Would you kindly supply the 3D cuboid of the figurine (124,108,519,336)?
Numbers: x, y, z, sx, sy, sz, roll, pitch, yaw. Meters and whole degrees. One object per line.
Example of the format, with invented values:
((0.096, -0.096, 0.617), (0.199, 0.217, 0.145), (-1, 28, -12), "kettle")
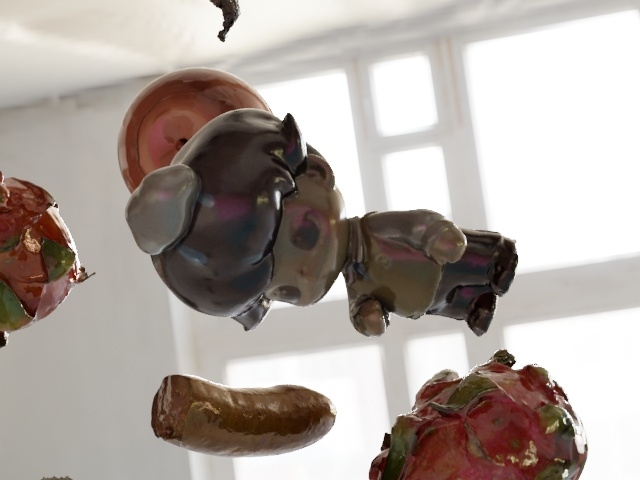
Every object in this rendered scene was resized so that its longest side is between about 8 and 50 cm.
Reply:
((-0.001, 0.018, 1.733), (0.365, 0.206, 0.218), (26, -32, 3), "figurine")

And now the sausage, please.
((-0.093, 0.231, 2.285), (0.271, 0.108, 0.109), (5, -13, -40), "sausage")

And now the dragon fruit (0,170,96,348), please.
((-0.440, 0.015, 2.372), (0.224, 0.224, 0.227), (-13, -44, 40), "dragon fruit")

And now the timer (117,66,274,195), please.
((-0.165, -0.125, 2.418), (0.230, 0.229, 0.215), (-9, -4, 12), "timer")

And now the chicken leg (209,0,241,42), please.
((-0.110, -0.272, 2.024), (0.036, 0.083, 0.021), (-23, 30, -20), "chicken leg")

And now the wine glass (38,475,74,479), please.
((-0.395, 0.408, 2.278), (0.143, 0.143, 0.321), (-9, 4, 13), "wine glass")

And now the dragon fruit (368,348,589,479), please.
((0.194, 0.280, 2.186), (0.302, 0.231, 0.237), (-46, -2, -14), "dragon fruit")
